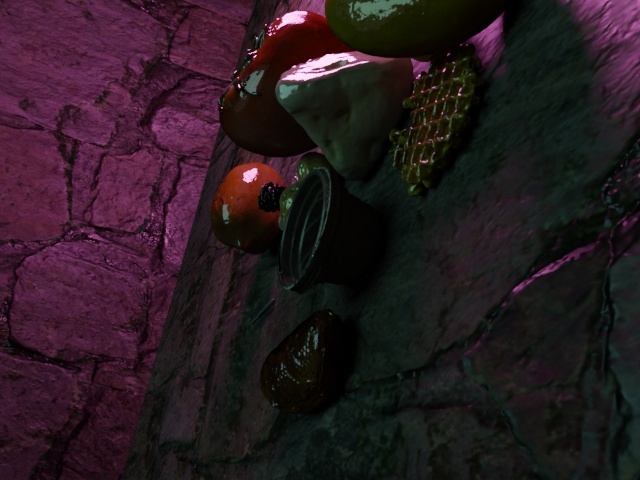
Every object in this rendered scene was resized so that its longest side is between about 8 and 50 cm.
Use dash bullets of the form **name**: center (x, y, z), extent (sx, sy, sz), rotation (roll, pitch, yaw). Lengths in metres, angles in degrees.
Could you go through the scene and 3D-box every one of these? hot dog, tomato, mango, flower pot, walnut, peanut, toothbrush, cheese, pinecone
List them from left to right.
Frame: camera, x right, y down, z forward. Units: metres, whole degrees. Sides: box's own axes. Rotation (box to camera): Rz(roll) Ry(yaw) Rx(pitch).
- **walnut**: center (-0.190, -0.079, 1.944), extent (0.203, 0.203, 0.298), rotation (-57, 15, 38)
- **toothbrush**: center (-0.149, 0.177, 1.861), extent (0.167, 0.014, 0.011), rotation (-45, 23, 54)
- **pinecone**: center (-0.113, -0.103, 1.801), extent (0.083, 0.077, 0.077), rotation (8, 78, 41)
- **tomato**: center (-0.057, -0.329, 1.651), extent (0.341, 0.272, 0.341), rotation (-52, 17, 23)
- **hot dog**: center (-0.024, 0.213, 1.324), extent (0.227, 0.099, 0.160), rotation (-48, 29, 48)
- **peanut**: center (-0.023, -0.099, 1.596), extent (0.098, 0.103, 0.229), rotation (-17, 38, 40)
- **flower pot**: center (0.023, -0.006, 1.337), extent (0.235, 0.140, 0.235), rotation (-163, 90, -74)
- **cheese**: center (0.079, -0.257, 1.434), extent (0.248, 0.251, 0.174), rotation (-23, 24, 18)
- **mango**: center (0.148, -0.379, 1.179), extent (0.331, 0.142, 0.195), rotation (-11, 57, 33)

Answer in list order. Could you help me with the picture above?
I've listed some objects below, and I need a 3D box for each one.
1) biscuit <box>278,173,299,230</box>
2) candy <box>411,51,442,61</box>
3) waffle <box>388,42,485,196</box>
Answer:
- **biscuit**: center (-0.045, -0.068, 1.746), extent (0.147, 0.046, 0.250), rotation (-68, 18, 10)
- **candy**: center (0.230, -0.463, 1.308), extent (0.092, 0.093, 0.336), rotation (15, 76, 37)
- **waffle**: center (0.186, -0.203, 1.201), extent (0.231, 0.051, 0.229), rotation (-55, 23, 38)
